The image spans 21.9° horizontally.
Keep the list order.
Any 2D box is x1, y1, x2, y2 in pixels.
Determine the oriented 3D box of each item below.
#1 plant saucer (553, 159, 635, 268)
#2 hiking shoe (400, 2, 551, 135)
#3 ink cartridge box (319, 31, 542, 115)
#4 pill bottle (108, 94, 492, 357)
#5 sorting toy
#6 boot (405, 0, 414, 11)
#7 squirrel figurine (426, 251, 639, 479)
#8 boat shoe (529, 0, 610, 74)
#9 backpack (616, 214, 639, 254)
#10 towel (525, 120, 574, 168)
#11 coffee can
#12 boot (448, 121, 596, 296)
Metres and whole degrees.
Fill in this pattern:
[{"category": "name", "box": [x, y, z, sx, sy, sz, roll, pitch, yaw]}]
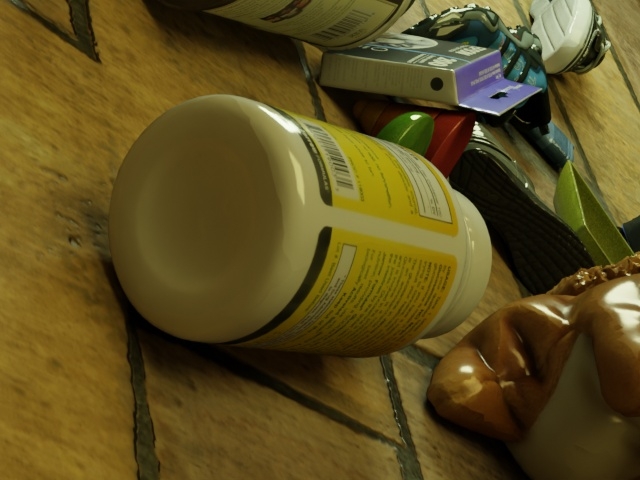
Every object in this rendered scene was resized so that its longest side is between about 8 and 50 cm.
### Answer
[{"category": "plant saucer", "box": [0.349, 0.017, 2.065, 0.188, 0.045, 0.188, 52, 19, -23]}, {"category": "hiking shoe", "box": [0.209, -0.213, 2.095, 0.304, 0.113, 0.132, 3, 64, -51]}, {"category": "ink cartridge box", "box": [0.130, -0.191, 1.857, 0.208, 0.045, 0.206, 13, 17, 17]}, {"category": "pill bottle", "box": [0.000, 0.000, 1.348, 0.334, 0.188, 0.188, 12, 45, -55]}, {"category": "sorting toy", "box": [0.041, -0.102, 1.692, 0.126, 0.127, 0.365, 33, 18, 16]}, {"category": "boot", "box": [-0.046, -0.495, 2.022, 0.367, 0.146, 0.445, 38, 23, -32]}, {"category": "squirrel figurine", "box": [0.357, 0.088, 1.624, 0.281, 0.370, 0.397, 50, 24, -5]}, {"category": "boat shoe", "box": [0.394, -0.317, 2.539, 0.119, 0.121, 0.335, 42, 24, -11]}, {"category": "backpack", "box": [0.502, 0.043, 2.250, 0.173, 0.117, 0.158, 35, 30, -39]}, {"category": "towel", "box": [0.301, -0.151, 2.265, 0.119, 0.029, 0.067, 46, 25, -15]}, {"category": "coffee can", "box": [-0.046, -0.311, 1.677, 0.275, 0.201, 0.201, 5, 51, -59]}, {"category": "boot", "box": [0.247, -0.036, 1.963, 0.246, 0.083, 0.161, 50, 19, -8]}]
